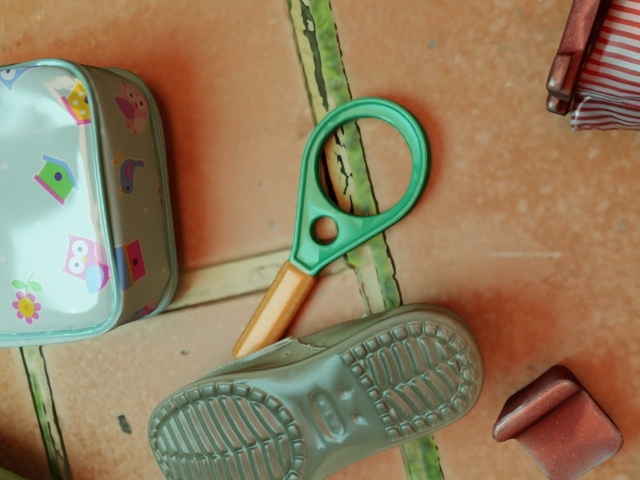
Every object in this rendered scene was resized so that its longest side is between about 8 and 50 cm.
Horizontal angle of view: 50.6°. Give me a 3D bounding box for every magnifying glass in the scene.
[{"bbox_3d":[0.000,0.000,0.509,0.092,0.026,0.231,34,102,12],"label":"magnifying glass"}]

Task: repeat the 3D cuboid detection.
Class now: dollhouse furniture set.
[{"bbox_3d":[0.205,0.018,0.374,0.201,0.152,0.374,16,100,16],"label":"dollhouse furniture set"}]

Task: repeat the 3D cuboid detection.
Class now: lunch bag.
[{"bbox_3d":[-0.257,-0.019,0.545,0.279,0.108,0.224,-4,99,20],"label":"lunch bag"}]

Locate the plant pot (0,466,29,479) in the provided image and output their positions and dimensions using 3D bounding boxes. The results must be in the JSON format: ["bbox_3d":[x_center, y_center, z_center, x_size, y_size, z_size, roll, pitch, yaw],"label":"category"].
[{"bbox_3d":[-0.374,0.259,0.548,0.254,0.276,0.276,15,100,4],"label":"plant pot"}]

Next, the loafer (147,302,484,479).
[{"bbox_3d":[-0.005,0.117,0.484,0.268,0.092,0.102,-22,88,23],"label":"loafer"}]
